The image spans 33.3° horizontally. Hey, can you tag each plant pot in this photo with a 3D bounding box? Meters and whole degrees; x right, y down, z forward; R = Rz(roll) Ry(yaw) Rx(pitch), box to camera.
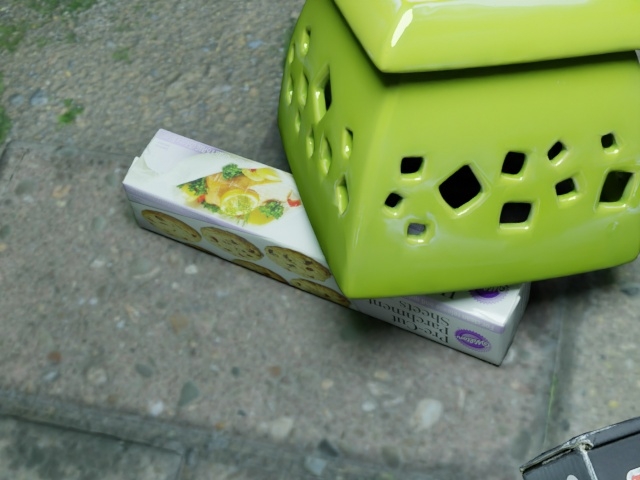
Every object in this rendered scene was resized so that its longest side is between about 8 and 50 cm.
[{"bbox_3d":[0.100,-0.117,0.751,0.227,0.207,0.228,-8,40,-13],"label":"plant pot"}]

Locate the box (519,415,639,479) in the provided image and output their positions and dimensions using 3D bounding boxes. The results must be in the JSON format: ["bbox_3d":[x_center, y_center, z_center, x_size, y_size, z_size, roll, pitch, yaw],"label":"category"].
[{"bbox_3d":[0.282,0.206,0.530,0.293,0.073,0.296,-10,70,-25],"label":"box"}]

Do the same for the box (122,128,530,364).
[{"bbox_3d":[0.000,0.000,0.825,0.323,0.067,0.063,21,62,18],"label":"box"}]
